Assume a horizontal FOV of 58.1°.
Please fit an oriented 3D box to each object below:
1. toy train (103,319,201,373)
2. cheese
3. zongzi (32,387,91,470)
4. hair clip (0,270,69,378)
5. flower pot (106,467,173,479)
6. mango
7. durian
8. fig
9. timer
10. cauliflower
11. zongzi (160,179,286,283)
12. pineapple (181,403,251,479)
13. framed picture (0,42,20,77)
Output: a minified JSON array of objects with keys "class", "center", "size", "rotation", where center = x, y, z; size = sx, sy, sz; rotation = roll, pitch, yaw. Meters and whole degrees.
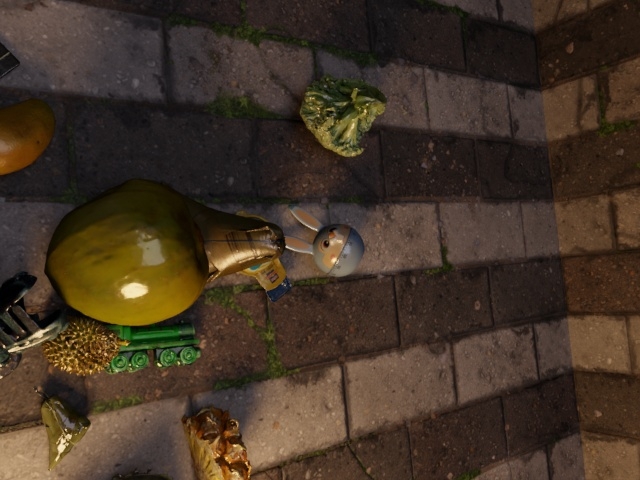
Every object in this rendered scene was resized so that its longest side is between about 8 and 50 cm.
[{"class":"toy train","center":[-0.414,0.256,1.403],"size":[0.251,0.085,0.119],"rotation":[0,75,-35]},{"class":"cheese","center":[-0.170,0.042,1.607],"size":[0.177,0.069,0.270],"rotation":[-38,107,-32]},{"class":"zongzi","center":[-0.603,0.410,1.264],"size":[0.154,0.062,0.130],"rotation":[46,73,-16]},{"class":"hair clip","center":[-0.668,0.209,1.146],"size":[0.310,0.206,0.194],"rotation":[-43,113,-31]},{"class":"flower pot","center":[-0.403,0.694,1.262],"size":[0.290,0.290,0.259],"rotation":[-33,116,-34]},{"class":"mango","center":[-0.674,-0.229,1.264],"size":[0.136,0.099,0.227],"rotation":[46,52,-15]},{"class":"durian","center":[-0.518,0.239,1.269],"size":[0.208,0.102,0.146],"rotation":[-3,113,4]},{"class":"fig","center":[-0.428,0.039,1.280],"size":[0.343,0.343,0.343],"rotation":[5,82,-35]},{"class":"timer","center":[0.017,0.001,1.695],"size":[0.255,0.175,0.175],"rotation":[38,64,-25]},{"class":"cauliflower","center":[0.084,-0.399,1.735],"size":[0.272,0.250,0.275],"rotation":[28,64,-32]},{"class":"zongzi","center":[-0.244,-0.058,1.475],"size":[0.260,0.123,0.289],"rotation":[-19,93,9]},{"class":"pineapple","center":[-0.259,0.534,1.442],"size":[0.114,0.186,0.236],"rotation":[-8,46,-33]},{"class":"framed picture","center":[-0.856,-0.375,1.195],"size":[0.265,0.016,0.347],"rotation":[48,61,-21]}]
